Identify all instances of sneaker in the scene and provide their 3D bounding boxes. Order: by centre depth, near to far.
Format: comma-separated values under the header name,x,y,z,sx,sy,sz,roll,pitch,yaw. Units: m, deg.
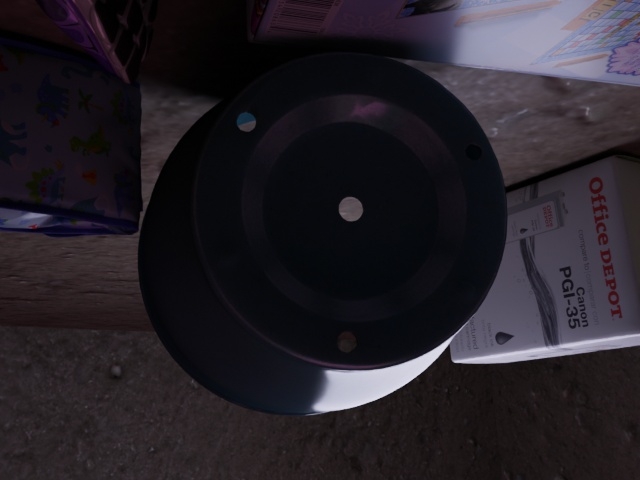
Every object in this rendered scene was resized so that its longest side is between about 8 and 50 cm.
name,x,y,z,sx,sy,sz,roll,pitch,yaw
sneaker,-0.148,-0.155,0.407,0.071,0.068,0.170,9,160,17

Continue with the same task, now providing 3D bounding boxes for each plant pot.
name,x,y,z,sx,sy,sz,roll,pitch,yaw
plant pot,0.000,0.000,0.513,0.271,0.272,0.255,0,173,-10

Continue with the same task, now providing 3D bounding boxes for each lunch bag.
name,x,y,z,sx,sy,sz,roll,pitch,yaw
lunch bag,-0.210,-0.072,0.541,0.151,0.129,0.096,4,169,-31

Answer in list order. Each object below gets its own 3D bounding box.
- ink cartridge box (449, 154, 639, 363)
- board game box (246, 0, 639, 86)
name,x,y,z,sx,sy,sz,roll,pitch,yaw
ink cartridge box,0.291,0.036,0.892,0.117,0.207,0.283,6,163,-36
board game box,0.151,-0.179,0.323,0.317,0.066,0.318,2,164,-17
